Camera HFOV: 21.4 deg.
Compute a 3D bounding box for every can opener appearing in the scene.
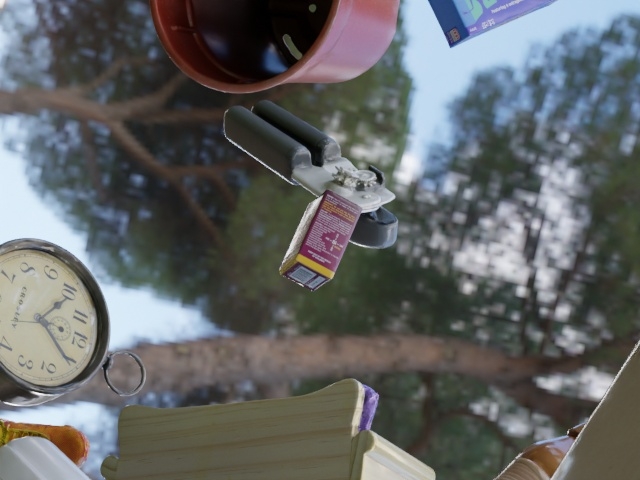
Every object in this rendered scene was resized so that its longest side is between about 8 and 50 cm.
[{"bbox_3d":[-0.017,-0.076,1.869,0.280,0.074,0.093,40,-46,46],"label":"can opener"}]

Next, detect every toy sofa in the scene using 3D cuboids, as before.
[{"bbox_3d":[-0.064,0.276,1.899,0.362,0.150,0.177,-10,-119,29],"label":"toy sofa"}]

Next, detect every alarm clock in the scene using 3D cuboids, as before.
[{"bbox_3d":[-0.222,0.076,1.371,0.064,0.192,0.129,-30,-141,46],"label":"alarm clock"}]

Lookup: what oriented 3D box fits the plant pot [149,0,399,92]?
[{"bbox_3d":[-0.037,-0.315,2.199,0.272,0.265,0.272,0,-91,26],"label":"plant pot"}]

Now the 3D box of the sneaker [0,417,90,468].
[{"bbox_3d":[-0.352,0.248,2.042,0.175,0.067,0.064,0,-100,33],"label":"sneaker"}]

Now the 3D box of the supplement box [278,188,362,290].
[{"bbox_3d":[0.000,0.000,1.659,0.083,0.043,0.055,-66,-169,-21],"label":"supplement box"}]

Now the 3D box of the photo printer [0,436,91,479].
[{"bbox_3d":[-0.198,0.337,1.307,0.307,0.107,0.256,36,-88,33],"label":"photo printer"}]

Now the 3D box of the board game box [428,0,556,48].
[{"bbox_3d":[0.171,-0.344,1.930,0.210,0.160,0.047,63,-29,0],"label":"board game box"}]

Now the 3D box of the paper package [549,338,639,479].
[{"bbox_3d":[0.325,0.147,1.162,0.325,0.168,0.309,-50,-168,-33],"label":"paper package"}]

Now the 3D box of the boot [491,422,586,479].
[{"bbox_3d":[0.282,0.288,1.510,0.283,0.220,0.109,45,-40,25],"label":"boot"}]
